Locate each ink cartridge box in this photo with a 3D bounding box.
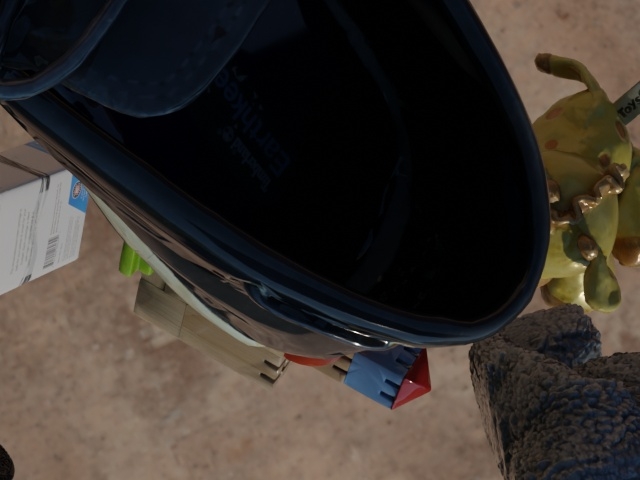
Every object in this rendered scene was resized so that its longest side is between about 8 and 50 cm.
[{"bbox_3d":[-0.352,-0.024,1.589,0.191,0.082,0.139,-28,138,-56],"label":"ink cartridge box"}]

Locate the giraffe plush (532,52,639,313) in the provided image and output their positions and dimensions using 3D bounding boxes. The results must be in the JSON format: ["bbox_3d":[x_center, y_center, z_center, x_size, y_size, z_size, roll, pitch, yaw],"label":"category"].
[{"bbox_3d":[0.174,-0.021,1.011,0.210,0.181,0.170,-62,174,32],"label":"giraffe plush"}]

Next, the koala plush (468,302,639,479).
[{"bbox_3d":[0.205,0.119,0.729,0.221,0.196,0.203,-10,175,1],"label":"koala plush"}]

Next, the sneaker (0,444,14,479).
[{"bbox_3d":[-0.350,0.181,1.175,0.170,0.051,0.089,31,120,-21],"label":"sneaker"}]

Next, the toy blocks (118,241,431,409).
[{"bbox_3d":[0.000,0.000,1.147,0.190,0.261,0.381,-51,165,-44],"label":"toy blocks"}]

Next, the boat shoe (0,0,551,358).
[{"bbox_3d":[-0.070,-0.118,0.433,0.186,0.156,0.500,-57,134,-18],"label":"boat shoe"}]
